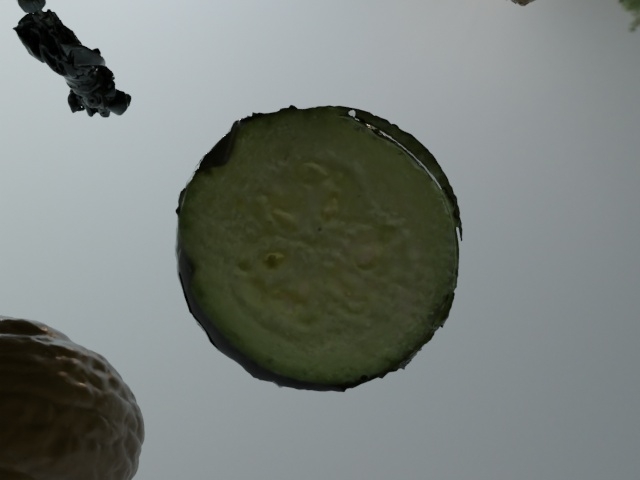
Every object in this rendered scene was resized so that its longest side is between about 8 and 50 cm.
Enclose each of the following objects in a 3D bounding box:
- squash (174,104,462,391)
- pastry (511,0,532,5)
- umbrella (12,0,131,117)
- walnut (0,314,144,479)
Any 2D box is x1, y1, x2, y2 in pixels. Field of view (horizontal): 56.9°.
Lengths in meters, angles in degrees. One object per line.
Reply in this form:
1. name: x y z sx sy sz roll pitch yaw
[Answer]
1. squash: 0.007 0.002 0.464 0.220 0.220 0.133 21 -162 14
2. pastry: 0.381 -0.587 1.137 0.161 0.255 0.311 -26 178 11
3. umbrella: -0.513 -0.367 1.208 0.143 0.349 0.094 -12 -113 -1
4. walnut: -0.290 0.186 0.555 0.224 0.261 0.225 -13 -126 19
